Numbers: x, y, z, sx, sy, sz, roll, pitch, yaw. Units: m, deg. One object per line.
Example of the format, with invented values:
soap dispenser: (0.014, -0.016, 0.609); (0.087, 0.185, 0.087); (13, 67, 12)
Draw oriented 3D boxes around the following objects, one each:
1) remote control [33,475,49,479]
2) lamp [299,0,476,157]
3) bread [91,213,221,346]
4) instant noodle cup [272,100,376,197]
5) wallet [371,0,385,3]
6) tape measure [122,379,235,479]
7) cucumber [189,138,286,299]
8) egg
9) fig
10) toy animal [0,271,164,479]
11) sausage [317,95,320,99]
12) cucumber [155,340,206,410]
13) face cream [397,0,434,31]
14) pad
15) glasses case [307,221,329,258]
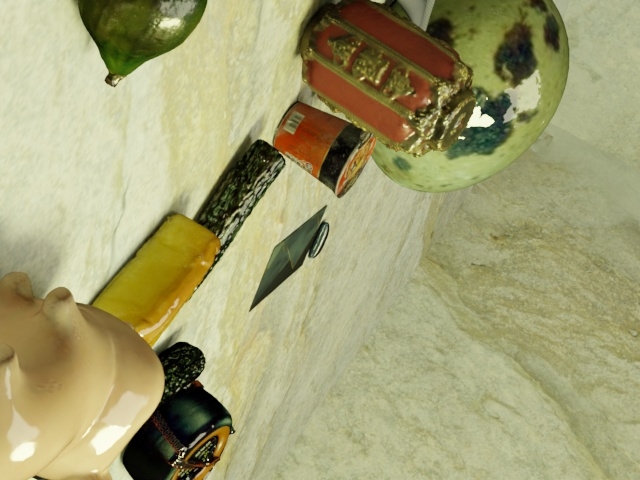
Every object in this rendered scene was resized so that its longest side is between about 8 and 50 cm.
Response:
remote control: (-0.366, 0.270, 1.613); (0.090, 0.066, 0.266); (-60, 169, -18)
lamp: (0.096, -0.241, 1.781); (0.177, 0.274, 0.177); (-45, 159, -22)
bread: (-0.228, 0.073, 1.656); (0.245, 0.094, 0.102); (-53, 171, -31)
instant noodle cup: (0.003, -0.152, 1.937); (0.127, 0.135, 0.127); (-56, 168, -19)
wallet: (0.115, -0.434, 1.996); (0.122, 0.025, 0.061); (-59, 175, -5)
tape measure: (-0.249, 0.353, 2.133); (0.202, 0.135, 0.223); (-46, 162, -14)
cucumber: (-0.154, -0.018, 1.800); (0.294, 0.067, 0.067); (-56, 167, -8)
egg: (0.237, -0.277, 2.111); (0.428, 0.345, 0.345); (-52, 173, 28)
fig: (-0.180, -0.216, 1.162); (0.117, 0.117, 0.177); (-51, -178, -34)
toy animal: (-0.308, 0.169, 1.309); (0.326, 0.237, 0.269); (-35, 144, -52)
sausage: (0.011, -0.256, 1.969); (0.034, 0.034, 0.083); (-53, 166, -29)
cucumber: (-0.280, 0.244, 1.889); (0.300, 0.072, 0.072); (-40, 157, -57)
face cream: (0.136, -0.450, 1.678); (0.235, 0.137, 0.420); (-72, 160, -2)
pad: (-0.062, 0.033, 2.424); (0.243, 0.004, 0.164); (-41, 157, -56)
glasses case: (0.000, 0.000, 2.538); (0.083, 0.023, 0.033); (-64, 173, 14)
